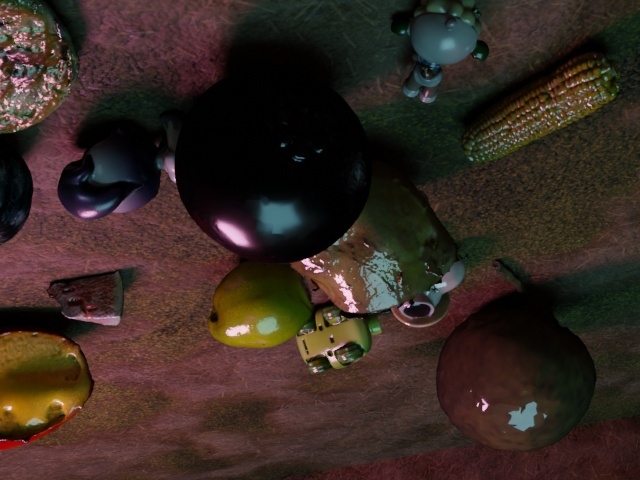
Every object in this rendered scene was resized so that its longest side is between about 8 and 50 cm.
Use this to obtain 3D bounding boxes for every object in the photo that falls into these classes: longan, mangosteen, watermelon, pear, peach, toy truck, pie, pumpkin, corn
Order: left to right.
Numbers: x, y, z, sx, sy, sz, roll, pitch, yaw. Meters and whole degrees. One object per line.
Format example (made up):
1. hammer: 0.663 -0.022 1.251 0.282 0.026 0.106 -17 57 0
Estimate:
1. pumpkin: -0.556 -0.070 1.419 0.233 0.163 0.233 -11 164 -3
2. pie: -0.465 -0.239 1.236 0.303 0.066 0.302 -9 152 -5
3. peach: -0.649 0.309 1.988 0.338 0.281 0.281 -10 154 18
4. watermelon: -0.457 0.119 1.892 0.158 0.097 0.121 20 140 -38
5. pear: -0.129 0.132 1.919 0.220 0.187 0.187 -17 152 3
6. mangosteen: -0.084 -0.101 1.386 0.313 0.296 0.297 -28 148 36
7. toy truck: 0.041 0.226 2.226 0.187 0.148 0.210 -21 175 16
8. longan: 0.477 0.332 2.319 0.391 0.391 0.391 -8 152 -4
9. corn: 0.355 -0.211 1.531 0.292 0.101 0.101 -31 146 33

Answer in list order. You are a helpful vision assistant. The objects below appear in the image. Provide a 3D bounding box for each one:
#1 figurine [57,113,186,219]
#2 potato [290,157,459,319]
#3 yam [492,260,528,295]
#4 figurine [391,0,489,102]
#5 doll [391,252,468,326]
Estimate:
1. figurine: -0.302 -0.101 1.472 0.222 0.145 0.145 -15 152 0
2. potato: 0.064 -0.043 1.623 0.289 0.301 0.237 -30 128 -13
3. yam: 0.458 0.092 2.223 0.027 0.029 0.234 6 165 32
4. figurine: 0.169 -0.282 1.349 0.147 0.093 0.197 16 157 -3
5. doll: 0.183 0.079 2.009 0.271 0.144 0.208 11 125 -40
